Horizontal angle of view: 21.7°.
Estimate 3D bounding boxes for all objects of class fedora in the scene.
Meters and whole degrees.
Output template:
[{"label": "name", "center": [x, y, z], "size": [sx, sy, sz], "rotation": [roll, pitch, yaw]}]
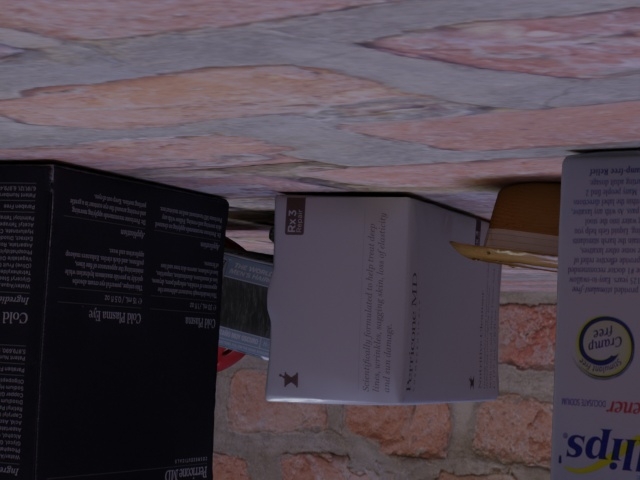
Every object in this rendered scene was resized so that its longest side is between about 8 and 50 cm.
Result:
[{"label": "fedora", "center": [0.217, -0.010, 1.524], "size": [0.194, 0.079, 0.194], "rotation": [8, 179, 0]}]

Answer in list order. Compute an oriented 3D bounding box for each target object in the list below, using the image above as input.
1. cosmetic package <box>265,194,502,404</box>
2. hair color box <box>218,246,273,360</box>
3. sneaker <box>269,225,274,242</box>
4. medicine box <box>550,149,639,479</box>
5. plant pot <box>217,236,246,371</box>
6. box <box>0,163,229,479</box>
[{"label": "cosmetic package", "center": [0.080, 0.071, 1.821], "size": [0.156, 0.217, 0.385], "rotation": [1, 178, 19]}, {"label": "hair color box", "center": [-0.017, 0.085, 2.060], "size": [0.185, 0.114, 0.374], "rotation": [13, 180, 28]}, {"label": "sneaker", "center": [0.000, 0.000, 2.063], "size": [0.075, 0.057, 0.161], "rotation": [19, -172, 33]}, {"label": "medicine box", "center": [0.310, 0.086, 1.328], "size": [0.149, 0.289, 0.263], "rotation": [-1, 175, 36]}, {"label": "plant pot", "center": [-0.184, 0.073, 2.149], "size": [0.191, 0.191, 0.174], "rotation": [1, 172, 20]}, {"label": "box", "center": [-0.251, 0.097, 1.641], "size": [0.179, 0.312, 0.343], "rotation": [1, 175, 25]}]
